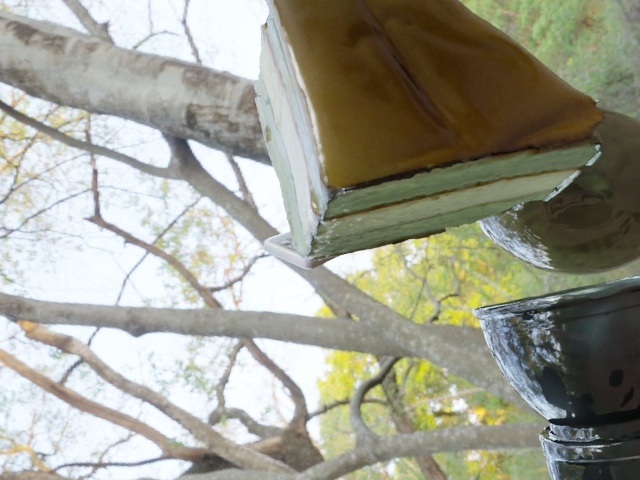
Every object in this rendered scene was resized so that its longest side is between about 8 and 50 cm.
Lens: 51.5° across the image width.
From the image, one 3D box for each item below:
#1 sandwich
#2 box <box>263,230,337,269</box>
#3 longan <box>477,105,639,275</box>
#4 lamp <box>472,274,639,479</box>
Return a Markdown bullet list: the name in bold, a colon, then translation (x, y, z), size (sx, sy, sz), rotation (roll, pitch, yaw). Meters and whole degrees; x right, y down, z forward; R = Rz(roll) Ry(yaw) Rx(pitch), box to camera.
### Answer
- **sandwich**: translation (0.073, -0.116, 0.541), size (0.155, 0.227, 0.199), rotation (117, 139, -66)
- **box**: translation (0.000, 0.000, 1.579), size (0.285, 0.142, 0.044), rotation (-22, -54, -53)
- **longan**: translation (0.309, -0.064, 0.806), size (0.246, 0.245, 0.215), rotation (-30, -74, -57)
- **lamp**: translation (0.194, 0.145, 0.447), size (0.171, 0.147, 0.228), rotation (-6, -99, -36)
